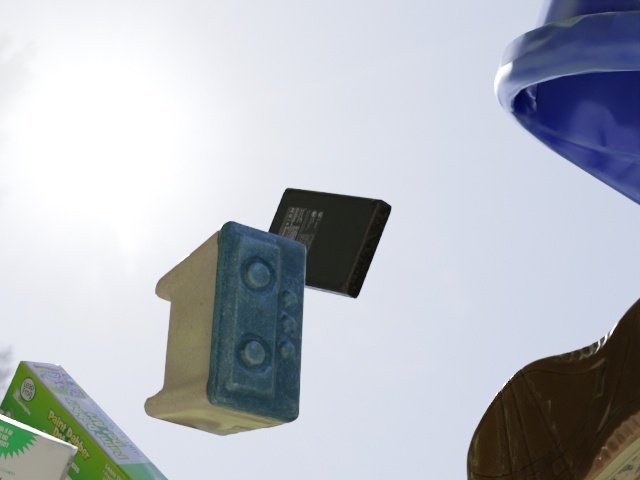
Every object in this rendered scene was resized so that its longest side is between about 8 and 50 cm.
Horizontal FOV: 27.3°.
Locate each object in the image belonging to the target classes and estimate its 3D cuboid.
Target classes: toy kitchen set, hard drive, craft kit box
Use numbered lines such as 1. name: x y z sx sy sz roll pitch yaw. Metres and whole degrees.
1. toy kitchen set: 0.038 0.095 0.575 0.207 0.166 0.122 20 -31 -32
2. hard drive: 0.000 0.000 1.251 0.022 0.094 0.135 30 -13 -40
3. craft kit box: -0.248 0.279 1.216 0.250 0.061 0.247 38 -72 38

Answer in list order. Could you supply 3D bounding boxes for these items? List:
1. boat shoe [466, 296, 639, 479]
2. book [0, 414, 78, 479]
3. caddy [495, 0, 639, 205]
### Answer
1. boat shoe: 0.203 0.111 0.857 0.089 0.105 0.285 14 -38 -31
2. book: -0.231 0.185 0.862 0.096 0.035 0.144 21 -96 6
3. caddy: 0.206 -0.042 0.324 0.341 0.241 0.179 11 -95 49
